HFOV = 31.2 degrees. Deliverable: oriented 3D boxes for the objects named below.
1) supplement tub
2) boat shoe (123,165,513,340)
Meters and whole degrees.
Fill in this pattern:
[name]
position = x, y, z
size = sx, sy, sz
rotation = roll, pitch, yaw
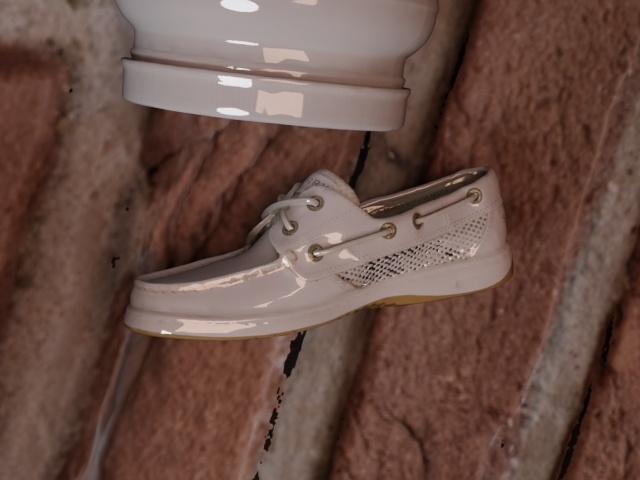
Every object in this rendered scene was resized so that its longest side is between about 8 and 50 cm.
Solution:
[supplement tub]
position = -0.018, -0.208, 0.655
size = 0.191, 0.191, 0.272
rotation = 3, 100, -19
[boat shoe]
position = 0.000, 0.000, 0.759
size = 0.277, 0.098, 0.096
rotation = -11, 104, -26
